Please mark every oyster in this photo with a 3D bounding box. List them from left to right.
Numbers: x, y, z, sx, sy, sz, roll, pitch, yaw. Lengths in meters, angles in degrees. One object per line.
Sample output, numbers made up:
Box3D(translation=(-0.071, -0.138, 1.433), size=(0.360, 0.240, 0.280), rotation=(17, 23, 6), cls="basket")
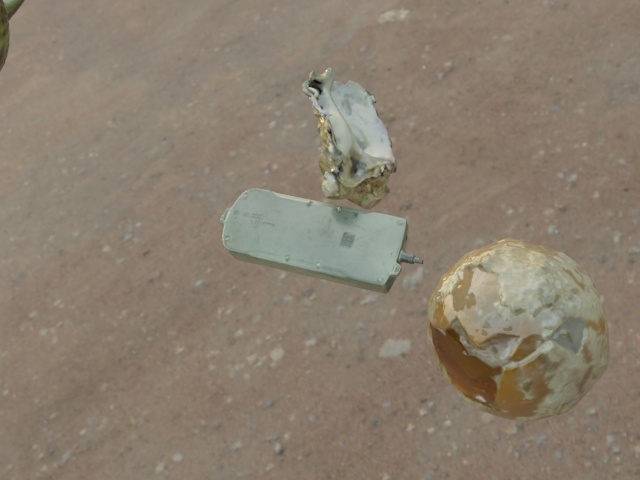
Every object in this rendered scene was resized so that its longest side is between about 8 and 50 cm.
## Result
Box3D(translation=(0.021, -0.105, 0.894), size=(0.081, 0.163, 0.191), rotation=(-31, 12, 23), cls="oyster")

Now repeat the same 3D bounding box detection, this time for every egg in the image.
Box3D(translation=(0.217, 0.102, 0.887), size=(0.195, 0.233, 0.195), rotation=(-12, 50, 14), cls="egg")

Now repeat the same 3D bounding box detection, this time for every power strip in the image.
Box3D(translation=(0.000, 0.000, 0.851), size=(0.227, 0.029, 0.080), rotation=(13, 68, 21), cls="power strip")

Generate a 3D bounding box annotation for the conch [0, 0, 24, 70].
Box3D(translation=(-0.322, -0.214, 0.681), size=(0.124, 0.187, 0.181), rotation=(-4, 9, -10), cls="conch")
